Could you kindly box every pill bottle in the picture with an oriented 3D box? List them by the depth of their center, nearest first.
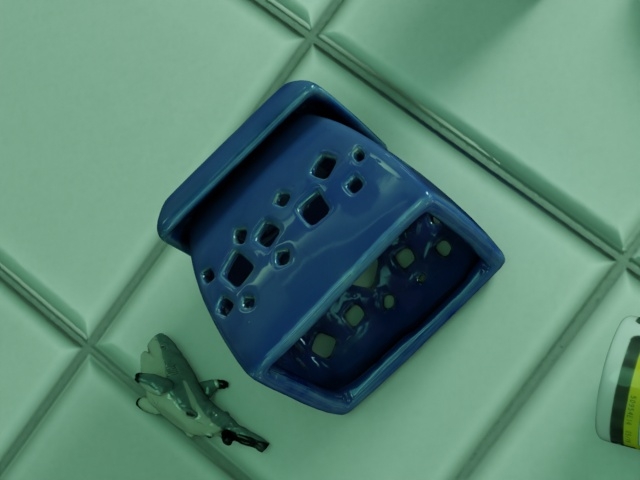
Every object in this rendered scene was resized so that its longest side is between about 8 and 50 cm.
[{"bbox_3d":[0.360,0.145,1.491,0.208,0.119,0.119,13,86,20],"label":"pill bottle"}]

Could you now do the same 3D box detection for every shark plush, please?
[{"bbox_3d":[-0.121,0.157,1.686,0.161,0.073,0.067,29,61,25],"label":"shark plush"}]

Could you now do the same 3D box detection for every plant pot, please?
[{"bbox_3d":[0.000,0.000,1.579,0.236,0.236,0.212,-44,64,7],"label":"plant pot"}]
